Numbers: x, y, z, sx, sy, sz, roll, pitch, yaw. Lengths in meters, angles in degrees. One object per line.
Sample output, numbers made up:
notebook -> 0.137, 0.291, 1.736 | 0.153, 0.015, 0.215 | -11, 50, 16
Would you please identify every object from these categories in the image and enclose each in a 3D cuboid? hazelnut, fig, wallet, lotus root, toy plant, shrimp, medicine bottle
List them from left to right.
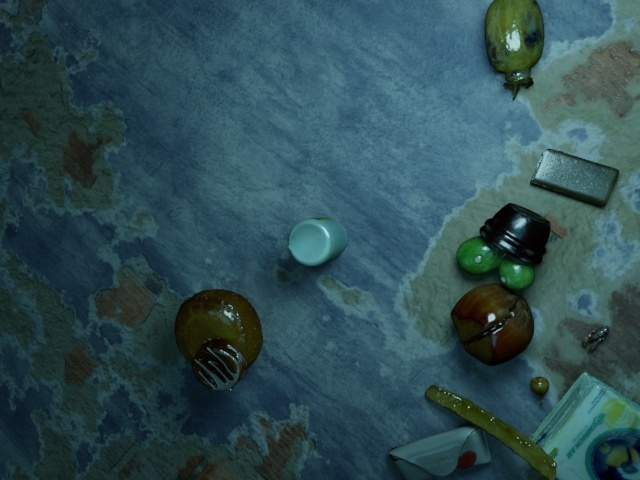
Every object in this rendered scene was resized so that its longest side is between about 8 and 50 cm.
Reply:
medicine bottle -> 0.000, 0.000, 1.405 | 0.139, 0.225, 0.139 | 1, 94, 18
hazelnut -> 0.482, 0.227, 1.298 | 0.181, 0.181, 0.212 | -46, 69, 34
toy plant -> 0.506, 0.021, 1.285 | 0.218, 0.175, 0.235 | 36, 114, 30
lotus root -> 0.523, -0.525, 1.257 | 0.153, 0.154, 0.278 | -4, 97, 17
fig -> 0.628, 0.429, 1.334 | 0.050, 0.050, 0.083 | -7, 102, 17
wallet -> 0.695, -0.174, 1.281 | 0.198, 0.031, 0.110 | 22, 99, 15
shrimp -> 0.757, 0.268, 1.292 | 0.038, 0.029, 0.092 | 31, 106, 12

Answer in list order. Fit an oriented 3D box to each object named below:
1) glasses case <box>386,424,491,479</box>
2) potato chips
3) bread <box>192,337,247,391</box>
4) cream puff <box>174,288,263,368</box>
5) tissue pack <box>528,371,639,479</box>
glasses case -> 0.359, 0.655, 1.410 | 0.308, 0.083, 0.128 | -26, 85, 17
potato chips -> 0.478, 0.523, 1.317 | 0.407, 0.080, 0.057 | 26, 95, 46
bread -> -0.302, 0.374, 1.404 | 0.160, 0.073, 0.161 | 2, 108, 8
cream puff -> -0.324, 0.299, 1.535 | 0.302, 0.212, 0.303 | 2, 102, 12
tissue pack -> 0.803, 0.577, 1.230 | 0.388, 0.162, 0.287 | 34, 105, 13
